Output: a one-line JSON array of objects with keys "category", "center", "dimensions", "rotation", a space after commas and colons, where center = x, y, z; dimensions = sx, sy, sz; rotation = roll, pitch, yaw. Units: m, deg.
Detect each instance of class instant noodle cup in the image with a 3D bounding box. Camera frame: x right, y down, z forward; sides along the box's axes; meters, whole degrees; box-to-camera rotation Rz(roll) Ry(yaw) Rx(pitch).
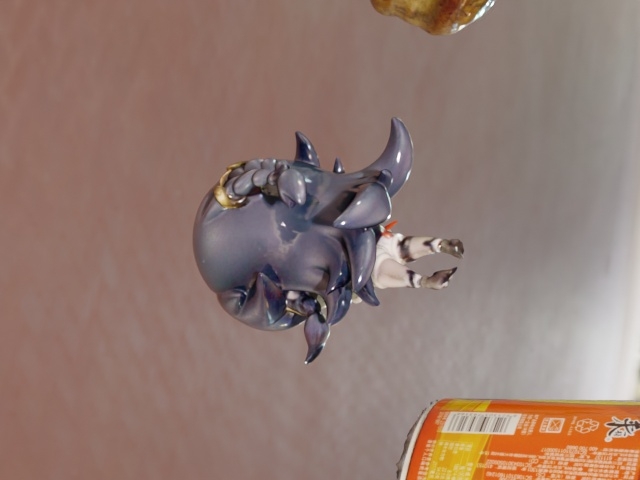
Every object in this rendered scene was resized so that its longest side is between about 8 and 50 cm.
[{"category": "instant noodle cup", "center": [0.151, 0.196, 1.079], "dimensions": [0.213, 0.174, 0.213], "rotation": [6, 90, -69]}]

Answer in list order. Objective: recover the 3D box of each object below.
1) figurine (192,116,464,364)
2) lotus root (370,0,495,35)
[{"category": "figurine", "center": [-0.005, -0.004, 1.506], "dimensions": [0.175, 0.265, 0.197], "rotation": [-31, 92, -50]}, {"category": "lotus root", "center": [0.168, -0.381, 1.854], "dimensions": [0.291, 0.193, 0.193], "rotation": [-55, -167, 50]}]
